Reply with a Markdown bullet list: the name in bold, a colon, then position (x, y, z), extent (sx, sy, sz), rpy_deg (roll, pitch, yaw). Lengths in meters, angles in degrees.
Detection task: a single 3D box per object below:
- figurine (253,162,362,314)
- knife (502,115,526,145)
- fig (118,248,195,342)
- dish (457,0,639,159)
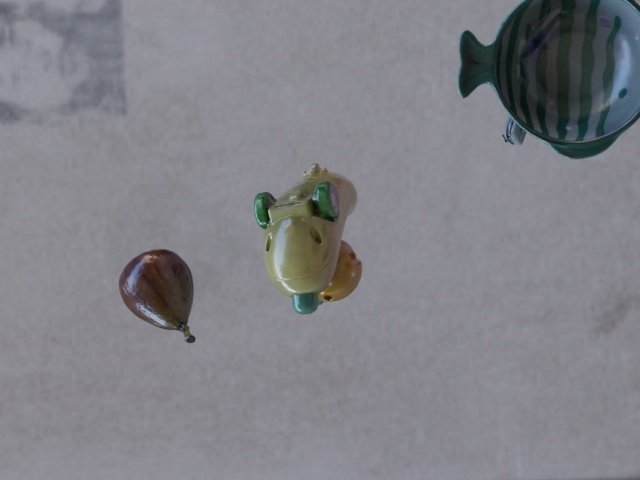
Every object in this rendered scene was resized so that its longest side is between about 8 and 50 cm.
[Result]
- **figurine**: position (0.000, 0.000, 2.010), extent (0.324, 0.124, 0.222), rpy_deg (-54, -50, -67)
- **knife**: position (0.273, -0.204, 1.652), extent (0.044, 0.023, 0.162), rpy_deg (33, -107, -54)
- **fig**: position (-0.175, 0.072, 1.437), extent (0.125, 0.089, 0.089), rpy_deg (60, 168, 20)
- **dish**: position (0.291, -0.209, 1.518), extent (0.078, 0.246, 0.224), rpy_deg (-13, -75, -79)
